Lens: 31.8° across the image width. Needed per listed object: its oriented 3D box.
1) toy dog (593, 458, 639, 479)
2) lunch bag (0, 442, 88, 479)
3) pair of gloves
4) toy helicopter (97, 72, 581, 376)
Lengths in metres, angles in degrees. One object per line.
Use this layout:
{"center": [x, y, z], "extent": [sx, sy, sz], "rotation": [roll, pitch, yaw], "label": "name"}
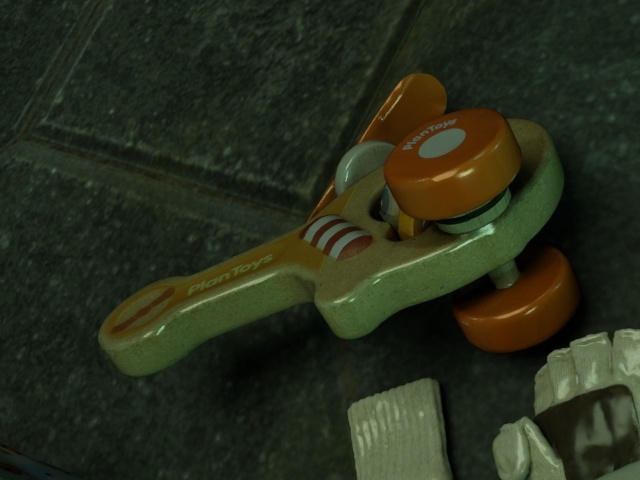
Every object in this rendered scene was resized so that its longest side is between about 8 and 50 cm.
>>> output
{"center": [0.171, 0.196, 0.527], "extent": [0.333, 0.161, 0.220], "rotation": [-33, 52, -27], "label": "toy dog"}
{"center": [-0.216, 0.218, 0.783], "extent": [0.303, 0.243, 0.115], "rotation": [17, 75, 44], "label": "lunch bag"}
{"center": [0.105, 0.167, 0.688], "extent": [0.240, 0.042, 0.204], "rotation": [-17, 54, 33], "label": "pair of gloves"}
{"center": [0.000, 0.000, 0.805], "extent": [0.355, 0.140, 0.235], "rotation": [-23, 28, 14], "label": "toy helicopter"}
